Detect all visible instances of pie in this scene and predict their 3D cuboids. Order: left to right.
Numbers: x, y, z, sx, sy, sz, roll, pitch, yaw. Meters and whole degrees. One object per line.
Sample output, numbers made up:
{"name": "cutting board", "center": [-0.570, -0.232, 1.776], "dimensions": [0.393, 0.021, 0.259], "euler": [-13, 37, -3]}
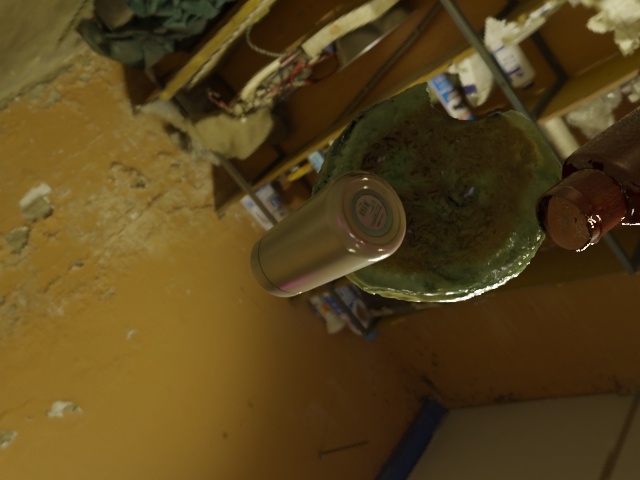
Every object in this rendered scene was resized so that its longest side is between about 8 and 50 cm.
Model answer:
{"name": "pie", "center": [0.130, -0.060, 0.791], "dimensions": [0.302, 0.302, 0.067], "euler": [-41, 153, -13]}

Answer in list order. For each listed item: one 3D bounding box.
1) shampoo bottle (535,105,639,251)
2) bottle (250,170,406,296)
{"name": "shampoo bottle", "center": [0.310, -0.080, 0.626], "dimensions": [0.260, 0.064, 0.102], "euler": [-33, -134, -21]}
{"name": "bottle", "center": [0.000, 0.000, 0.354], "dimensions": [0.045, 0.045, 0.096], "euler": [-47, -170, -35]}
